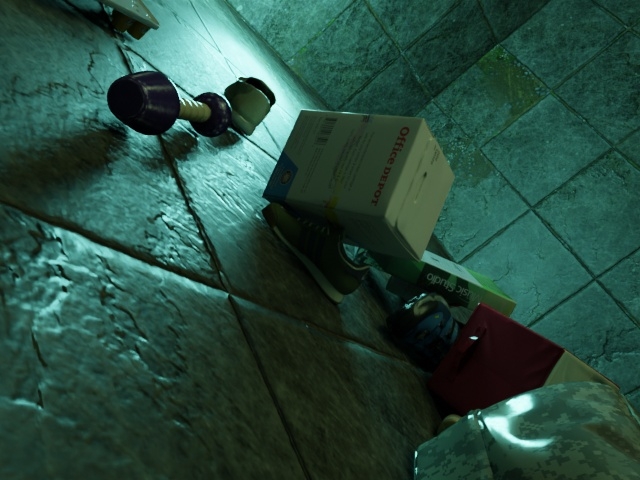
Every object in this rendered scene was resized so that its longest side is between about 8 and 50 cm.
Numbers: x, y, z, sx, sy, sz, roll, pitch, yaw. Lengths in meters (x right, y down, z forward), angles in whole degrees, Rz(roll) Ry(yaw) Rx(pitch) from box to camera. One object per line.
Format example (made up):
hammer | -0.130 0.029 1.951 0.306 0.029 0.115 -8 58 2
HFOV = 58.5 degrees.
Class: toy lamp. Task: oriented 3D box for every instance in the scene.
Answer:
toy lamp | -0.193 -0.175 0.761 0.080 0.080 0.275 51 11 1

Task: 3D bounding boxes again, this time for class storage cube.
storage cube | 0.341 0.249 0.970 0.215 0.183 0.193 33 0 -30

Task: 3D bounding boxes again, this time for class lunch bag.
lunch bag | 0.255 0.291 0.583 0.212 0.256 0.305 50 14 -3

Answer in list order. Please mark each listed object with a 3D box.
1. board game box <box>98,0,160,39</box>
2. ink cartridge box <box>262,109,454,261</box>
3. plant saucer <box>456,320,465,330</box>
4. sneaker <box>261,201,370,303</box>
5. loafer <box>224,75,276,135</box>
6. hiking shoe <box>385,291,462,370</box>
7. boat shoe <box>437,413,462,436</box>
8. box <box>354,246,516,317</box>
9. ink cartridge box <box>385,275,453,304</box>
board game box | -0.443 -0.472 0.790 0.390 0.050 0.390 51 14 2
ink cartridge box | 0.066 -0.091 0.932 0.233 0.171 0.168 14 -16 35
plant saucer | 0.310 0.212 1.303 0.199 0.036 0.198 26 -7 3
sneaker | 0.000 0.000 0.894 0.192 0.086 0.064 51 13 1
loafer | -0.143 -0.297 1.210 0.102 0.092 0.268 44 15 -25
hiking shoe | 0.230 0.190 1.079 0.304 0.113 0.132 32 22 -54
boat shoe | 0.247 0.332 0.864 0.170 0.063 0.059 52 19 7
box | 0.226 0.062 1.203 0.322 0.058 0.232 22 9 1
ink cartridge box | 0.267 0.141 1.259 0.225 0.056 0.181 29 2 21
